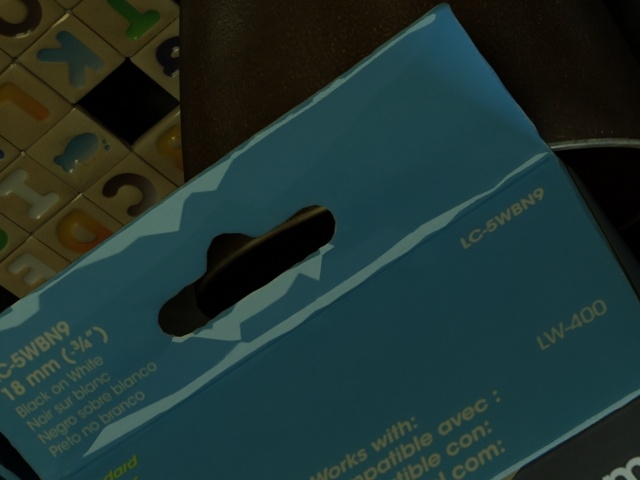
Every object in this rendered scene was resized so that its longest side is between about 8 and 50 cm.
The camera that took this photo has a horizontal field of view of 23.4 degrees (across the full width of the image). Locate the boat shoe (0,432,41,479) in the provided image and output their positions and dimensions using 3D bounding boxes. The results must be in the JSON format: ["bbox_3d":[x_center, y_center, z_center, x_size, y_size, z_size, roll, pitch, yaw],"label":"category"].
[{"bbox_3d":[-0.271,0.090,0.868,0.258,0.109,0.089,41,99,14],"label":"boat shoe"}]

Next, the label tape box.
[{"bbox_3d":[0.046,0.125,0.554,0.240,0.106,0.334,-34,108,14],"label":"label tape box"}]

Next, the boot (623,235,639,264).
[{"bbox_3d":[0.152,0.150,0.690,0.377,0.138,0.284,-8,113,-4],"label":"boot"}]

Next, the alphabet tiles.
[{"bbox_3d":[-0.167,-0.058,0.792,0.237,0.009,0.198,-38,124,22],"label":"alphabet tiles"}]

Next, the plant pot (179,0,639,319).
[{"bbox_3d":[0.024,-0.104,0.689,0.215,0.215,0.230,-22,73,23],"label":"plant pot"}]
